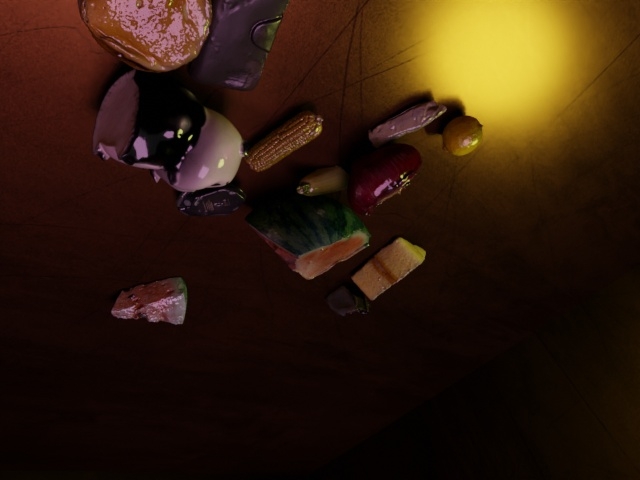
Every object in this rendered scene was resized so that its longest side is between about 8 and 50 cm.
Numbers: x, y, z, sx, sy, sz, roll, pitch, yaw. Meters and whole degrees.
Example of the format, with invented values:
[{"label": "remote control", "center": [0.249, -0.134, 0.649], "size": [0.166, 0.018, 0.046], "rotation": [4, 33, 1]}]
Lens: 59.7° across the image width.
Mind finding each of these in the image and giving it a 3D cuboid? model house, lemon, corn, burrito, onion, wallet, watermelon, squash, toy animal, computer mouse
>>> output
[{"label": "model house", "center": [0.130, 0.245, 2.143], "size": [0.152, 0.165, 0.106], "rotation": [17, 112, -40]}, {"label": "lemon", "center": [0.411, -0.304, 1.622], "size": [0.133, 0.109, 0.109], "rotation": [-31, 142, 28]}, {"label": "corn", "center": [-0.097, -0.260, 1.461], "size": [0.238, 0.080, 0.080], "rotation": [-29, 142, 14]}, {"label": "burrito", "center": [0.240, -0.328, 1.561], "size": [0.230, 0.063, 0.058], "rotation": [-24, -177, 16]}, {"label": "onion", "center": [0.175, -0.182, 1.600], "size": [0.248, 0.248, 0.161], "rotation": [-38, 106, 20]}, {"label": "wallet", "center": [-0.170, -0.465, 1.207], "size": [0.165, 0.042, 0.309], "rotation": [6, 135, -28]}, {"label": "watermelon", "center": [-0.554, 0.199, 1.813], "size": [0.241, 0.094, 0.154], "rotation": [-4, 132, -17]}, {"label": "squash", "center": [-0.011, -0.169, 1.619], "size": [0.200, 0.075, 0.090], "rotation": [-15, 167, -44]}, {"label": "toy animal", "center": [-0.322, -0.231, 1.269], "size": [0.251, 0.251, 0.310], "rotation": [-43, 146, 26]}, {"label": "computer mouse", "center": [-0.303, -0.120, 1.550], "size": [0.192, 0.062, 0.105], "rotation": [-8, 142, -7]}, {"label": "watermelon", "center": [-0.001, -0.016, 1.612], "size": [0.292, 0.222, 0.319], "rotation": [-37, 109, -10]}]

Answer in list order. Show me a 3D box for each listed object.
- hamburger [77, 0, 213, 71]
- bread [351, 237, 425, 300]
[{"label": "hamburger", "center": [-0.334, -0.446, 1.059], "size": [0.245, 0.163, 0.244], "rotation": [-11, 134, -12]}, {"label": "bread", "center": [0.256, 0.108, 2.062], "size": [0.178, 0.141, 0.266], "rotation": [31, 119, -28]}]
